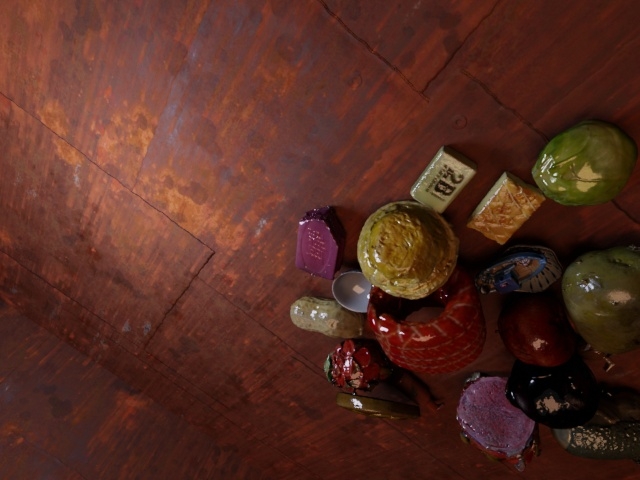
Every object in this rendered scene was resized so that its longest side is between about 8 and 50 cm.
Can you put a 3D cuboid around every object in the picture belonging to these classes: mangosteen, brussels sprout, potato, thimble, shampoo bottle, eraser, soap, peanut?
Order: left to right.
[{"bbox_3d":[0.000,0.000,1.407,0.162,0.099,0.249,18,128,16],"label":"soap"},{"bbox_3d":[0.026,0.289,1.564,0.292,0.143,0.159,11,150,12],"label":"peanut"},{"bbox_3d":[0.406,0.636,1.709,0.244,0.085,0.085,40,127,-11],"label":"shampoo bottle"},{"bbox_3d":[0.332,0.227,1.289,0.351,0.350,0.230,-7,133,24],"label":"thimble"},{"bbox_3d":[0.353,-0.172,1.178,0.117,0.058,0.172,31,128,-2],"label":"eraser"},{"bbox_3d":[0.741,0.476,1.343,0.288,0.287,0.233,-23,106,31],"label":"mangosteen"},{"bbox_3d":[0.643,-0.186,0.997,0.223,0.161,0.223,5,123,8],"label":"brussels sprout"},{"bbox_3d":[0.839,0.169,1.143,0.270,0.219,0.359,-18,126,23],"label":"potato"}]

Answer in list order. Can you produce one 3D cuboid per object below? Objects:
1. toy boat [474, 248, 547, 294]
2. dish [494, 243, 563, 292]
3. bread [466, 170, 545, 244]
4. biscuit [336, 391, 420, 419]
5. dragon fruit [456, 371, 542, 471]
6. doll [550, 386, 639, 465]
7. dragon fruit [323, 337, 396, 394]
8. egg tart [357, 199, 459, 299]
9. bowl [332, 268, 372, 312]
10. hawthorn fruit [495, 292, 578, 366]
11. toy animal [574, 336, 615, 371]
[{"bbox_3d":[0.550,0.098,1.189,0.100,0.097,0.223,42,133,-13],"label":"toy boat"},{"bbox_3d":[0.627,0.071,1.241,0.191,0.066,0.190,13,130,16],"label":"dish"},{"bbox_3d":[0.526,-0.088,1.166,0.126,0.068,0.188,28,128,0],"label":"bread"},{"bbox_3d":[0.223,0.689,1.689,0.351,0.070,0.394,-9,154,43],"label":"biscuit"},{"bbox_3d":[0.672,0.707,1.545,0.296,0.314,0.262,0,140,30],"label":"dragon fruit"},{"bbox_3d":[0.989,0.634,1.409,0.350,0.247,0.247,2,124,23],"label":"doll"},{"bbox_3d":[0.161,0.506,1.640,0.293,0.233,0.233,18,130,-18],"label":"dragon fruit"},{"bbox_3d":[0.246,0.015,1.203,0.319,0.318,0.128,-1,164,21],"label":"egg tart"},{"bbox_3d":[0.142,0.161,1.470,0.189,0.086,0.188,9,126,12],"label":"bowl"},{"bbox_3d":[0.667,0.285,1.303,0.230,0.210,0.266,52,159,2],"label":"hawthorn fruit"},{"bbox_3d":[0.877,0.327,1.322,0.179,0.089,0.188,35,140,10],"label":"toy animal"}]
